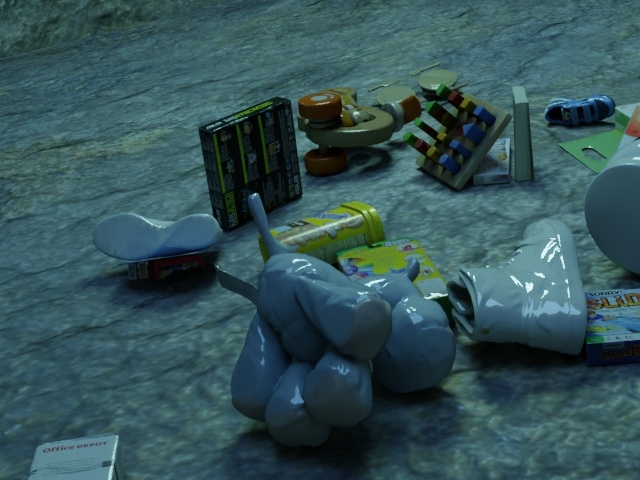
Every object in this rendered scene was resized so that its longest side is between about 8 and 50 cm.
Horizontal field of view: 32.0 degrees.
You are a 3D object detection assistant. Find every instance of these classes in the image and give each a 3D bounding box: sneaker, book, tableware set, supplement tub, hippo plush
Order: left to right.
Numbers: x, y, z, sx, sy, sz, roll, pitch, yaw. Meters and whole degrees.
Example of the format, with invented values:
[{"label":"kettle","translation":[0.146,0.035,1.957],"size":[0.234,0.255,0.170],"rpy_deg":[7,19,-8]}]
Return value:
[{"label":"sneaker","translation":[-0.266,0.000,1.848],"size":[0.212,0.080,0.094],"rpy_deg":[-1,-10,4]},{"label":"hippo plush","translation":[0.028,0.126,1.383],"size":[0.236,0.234,0.294],"rpy_deg":[10,23,-44]},{"label":"tableware set","translation":[0.212,-0.323,2.447],"size":[0.194,0.039,0.128],"rpy_deg":[-23,39,-16]},{"label":"sneaker","translation":[0.254,0.045,1.505],"size":[0.169,0.108,0.292],"rpy_deg":[6,26,1]},{"label":"book","translation":[0.354,-0.190,1.970],"size":[0.035,0.144,0.096],"rpy_deg":[-4,25,7]},{"label":"sneaker","translation":[0.503,-0.250,2.171],"size":[0.144,0.053,0.059],"rpy_deg":[-1,23,37]},{"label":"supplement tub","translation":[0.524,-0.079,1.613],"size":[0.191,0.191,0.272],"rpy_deg":[15,33,42]}]

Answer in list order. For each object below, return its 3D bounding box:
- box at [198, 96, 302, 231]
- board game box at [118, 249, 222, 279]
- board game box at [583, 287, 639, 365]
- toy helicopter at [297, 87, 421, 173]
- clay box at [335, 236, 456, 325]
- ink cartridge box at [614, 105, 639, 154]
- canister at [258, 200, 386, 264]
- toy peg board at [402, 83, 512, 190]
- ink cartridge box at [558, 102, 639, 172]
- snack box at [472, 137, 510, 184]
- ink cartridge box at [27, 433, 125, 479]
[{"label":"box","translation":[-0.119,-0.135,1.955],"size":[0.184,0.191,0.045],"rpy_deg":[-27,32,-34]},{"label":"board game box","translation":[-0.236,0.042,1.784],"size":[0.168,0.033,0.133],"rpy_deg":[-8,-1,25]},{"label":"board game box","translation":[0.433,0.104,1.429],"size":[0.201,0.035,0.136],"rpy_deg":[-6,24,6]},{"label":"toy helicopter","translation":[0.068,-0.256,2.232],"size":[0.235,0.140,0.355],"rpy_deg":[-8,22,-3]},{"label":"clay box","translation":[0.103,0.064,1.607],"size":[0.127,0.053,0.222],"rpy_deg":[-11,23,-6]},{"label":"ink cartridge box","translation":[0.598,-0.157,1.874],"size":[0.179,0.045,0.145],"rpy_deg":[10,49,28]},{"label":"canister","translation":[0.000,0.000,1.747],"size":[0.170,0.073,0.126],"rpy_deg":[-19,15,-17]},{"label":"toy peg board","translation":[0.233,-0.196,1.999],"size":[0.161,0.079,0.160],"rpy_deg":[-55,30,4]},{"label":"ink cartridge box","translation":[0.574,-0.195,2.023],"size":[0.235,0.056,0.171],"rpy_deg":[-11,25,-9]},{"label":"snack box","translation":[0.314,-0.146,2.037],"size":[0.064,0.022,0.178],"rpy_deg":[-4,25,12]},{"label":"ink cartridge box","translation":[-0.275,0.283,1.246],"size":[0.099,0.056,0.135],"rpy_deg":[-8,25,0]}]
